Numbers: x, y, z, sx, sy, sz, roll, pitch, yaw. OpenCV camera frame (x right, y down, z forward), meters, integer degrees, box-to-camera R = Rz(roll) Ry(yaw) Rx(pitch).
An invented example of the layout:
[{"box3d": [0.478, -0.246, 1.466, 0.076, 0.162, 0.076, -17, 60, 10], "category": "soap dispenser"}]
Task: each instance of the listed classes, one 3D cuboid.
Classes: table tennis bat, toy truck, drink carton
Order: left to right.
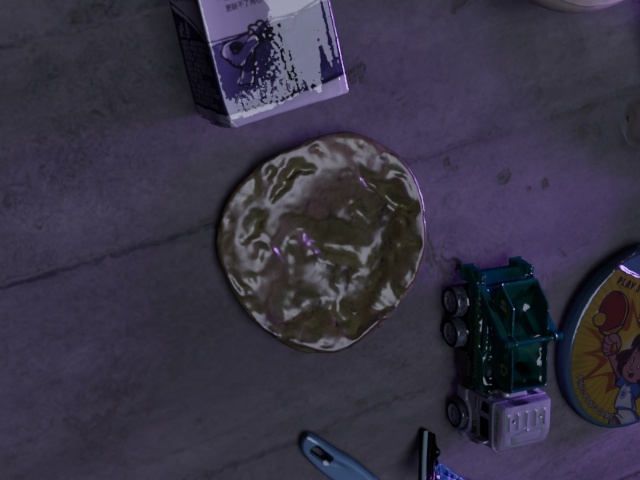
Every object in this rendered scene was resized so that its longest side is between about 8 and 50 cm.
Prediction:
[{"box3d": [-0.070, -0.236, 1.151, 0.134, 0.102, 0.222, -19, 110, -18], "category": "drink carton"}, {"box3d": [0.214, 0.135, 1.365, 0.110, 0.116, 0.216, -7, 105, -24], "category": "toy truck"}, {"box3d": [0.411, 0.082, 1.491, 0.215, 0.044, 0.329, 21, 95, -27], "category": "table tennis bat"}]

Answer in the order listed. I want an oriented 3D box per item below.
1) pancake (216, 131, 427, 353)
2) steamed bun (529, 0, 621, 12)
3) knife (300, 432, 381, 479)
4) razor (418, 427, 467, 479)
[{"box3d": [0.000, 0.000, 1.273, 0.241, 0.050, 0.242, -3, 99, -17], "category": "pancake"}, {"box3d": [0.267, -0.362, 1.252, 0.231, 0.145, 0.232, -12, 121, -20], "category": "steamed bun"}, {"box3d": [0.080, 0.315, 1.405, 0.313, 0.019, 0.044, 40, 92, -28], "category": "knife"}, {"box3d": [0.207, 0.307, 1.450, 0.253, 0.042, 0.082, 26, 50, -29], "category": "razor"}]
